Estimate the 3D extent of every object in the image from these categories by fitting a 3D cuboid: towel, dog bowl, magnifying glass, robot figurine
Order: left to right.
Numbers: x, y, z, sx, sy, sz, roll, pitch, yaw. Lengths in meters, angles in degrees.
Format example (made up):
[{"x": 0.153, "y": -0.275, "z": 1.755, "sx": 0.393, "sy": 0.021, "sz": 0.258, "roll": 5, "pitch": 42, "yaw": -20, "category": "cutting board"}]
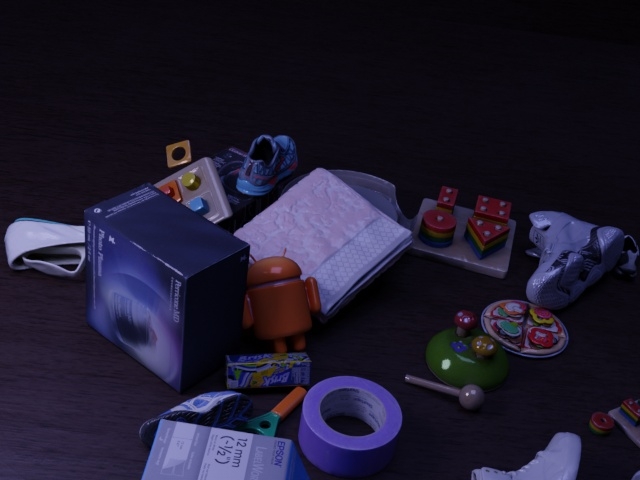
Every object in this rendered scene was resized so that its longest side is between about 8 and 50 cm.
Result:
[{"x": -0.100, "y": 0.350, "z": 1.652, "sx": 0.092, "sy": 0.026, "sz": 0.231, "roll": 22, "pitch": 38, "yaw": 26, "category": "magnifying glass"}, {"x": -0.087, "y": 0.128, "z": 1.815, "sx": 0.158, "sy": 0.219, "sz": 0.128, "roll": -12, "pitch": -1, "yaw": 15, "category": "robot figurine"}, {"x": 0.000, "y": 0.000, "z": 1.992, "sx": 0.317, "sy": 0.053, "sz": 0.332, "roll": 36, "pitch": 58, "yaw": 24, "category": "towel"}, {"x": 0.067, "y": -0.048, "z": 2.192, "sx": 0.349, "sy": 0.102, "sz": 0.348, "roll": 5, "pitch": 35, "yaw": -4, "category": "dog bowl"}]

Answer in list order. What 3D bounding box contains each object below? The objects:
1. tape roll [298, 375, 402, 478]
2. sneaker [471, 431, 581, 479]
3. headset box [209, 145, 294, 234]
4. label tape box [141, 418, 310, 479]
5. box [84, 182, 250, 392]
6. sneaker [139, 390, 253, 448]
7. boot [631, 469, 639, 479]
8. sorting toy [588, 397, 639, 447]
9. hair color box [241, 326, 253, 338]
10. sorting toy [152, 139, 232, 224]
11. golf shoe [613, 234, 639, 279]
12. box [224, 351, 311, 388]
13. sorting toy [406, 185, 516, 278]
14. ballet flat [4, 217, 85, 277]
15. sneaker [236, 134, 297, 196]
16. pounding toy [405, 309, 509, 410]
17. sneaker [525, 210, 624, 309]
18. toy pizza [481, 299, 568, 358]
[{"x": 0.055, "y": 0.349, "z": 1.637, "sx": 0.189, "sy": 0.080, "sz": 0.189, "roll": 6, "pitch": 34, "yaw": -4, "category": "tape roll"}, {"x": 0.363, "y": 0.427, "z": 1.566, "sx": 0.169, "sy": 0.108, "sz": 0.292, "roll": 22, "pitch": 38, "yaw": 14, "category": "sneaker"}, {"x": -0.222, "y": -0.123, "z": 2.229, "sx": 0.218, "sy": 0.110, "sz": 0.293, "roll": 27, "pitch": 39, "yaw": 24, "category": "headset box"}, {"x": -0.125, "y": 0.443, "z": 1.435, "sx": 0.348, "sy": 0.115, "sz": 0.249, "roll": 7, "pitch": 34, "yaw": 1, "category": "label tape box"}, {"x": -0.313, "y": 0.091, "z": 1.739, "sx": 0.294, "sy": 0.296, "sz": 0.183, "roll": 29, "pitch": 39, "yaw": 27, "category": "box"}, {"x": -0.233, "y": 0.335, "z": 1.617, "sx": 0.211, "sy": 0.080, "sz": 0.081, "roll": -12, "pitch": 10, "yaw": -21, "category": "sneaker"}, {"x": 0.700, "y": 0.483, "z": 1.587, "sx": 0.258, "sy": 0.095, "sz": 0.123, "roll": 32, "pitch": 34, "yaw": 18, "category": "boot"}, {"x": 0.692, "y": 0.367, "z": 1.777, "sx": 0.275, "sy": 0.046, "sz": 0.132, "roll": -12, "pitch": 39, "yaw": -27, "category": "sorting toy"}, {"x": -0.135, "y": 0.157, "z": 1.904, "sx": 0.141, "sy": 0.043, "sz": 0.072, "roll": -21, "pitch": 45, "yaw": -37, "category": "hair color box"}, {"x": -0.327, "y": -0.095, "z": 2.075, "sx": 0.196, "sy": 0.047, "sz": 0.347, "roll": -26, "pitch": 64, "yaw": 6, "category": "sorting toy"}, {"x": 0.793, "y": 0.014, "z": 2.266, "sx": 0.077, "sy": 0.093, "sz": 0.198, "roll": 6, "pitch": 33, "yaw": -3, "category": "golf shoe"}, {"x": -0.106, "y": 0.260, "z": 1.738, "sx": 0.169, "sy": 0.054, "sz": 0.059, "roll": 0, "pitch": 11, "yaw": -13, "category": "box"}, {"x": 0.375, "y": -0.036, "z": 2.251, "sx": 0.257, "sy": 0.089, "sz": 0.255, "roll": 15, "pitch": 35, "yaw": 9, "category": "sorting toy"}, {"x": -0.512, "y": 0.028, "z": 1.960, "sx": 0.401, "sy": 0.139, "sz": 0.139, "roll": 1, "pitch": 35, "yaw": -3, "category": "ballet flat"}, {"x": -0.120, "y": -0.213, "z": 2.175, "sx": 0.104, "sy": 0.125, "sz": 0.262, "roll": 18, "pitch": 37, "yaw": 10, "category": "sneaker"}, {"x": 0.309, "y": 0.233, "z": 1.831, "sx": 0.183, "sy": 0.110, "sz": 0.237, "roll": 24, "pitch": 37, "yaw": 22, "category": "pounding toy"}, {"x": 0.572, "y": 0.041, "z": 2.145, "sx": 0.366, "sy": 0.137, "sz": 0.210, "roll": -26, "pitch": 37, "yaw": -36, "category": "sneaker"}, {"x": 0.470, "y": 0.194, "z": 1.990, "sx": 0.201, "sy": 0.032, "sz": 0.201, "roll": 6, "pitch": 35, "yaw": -4, "category": "toy pizza"}]
